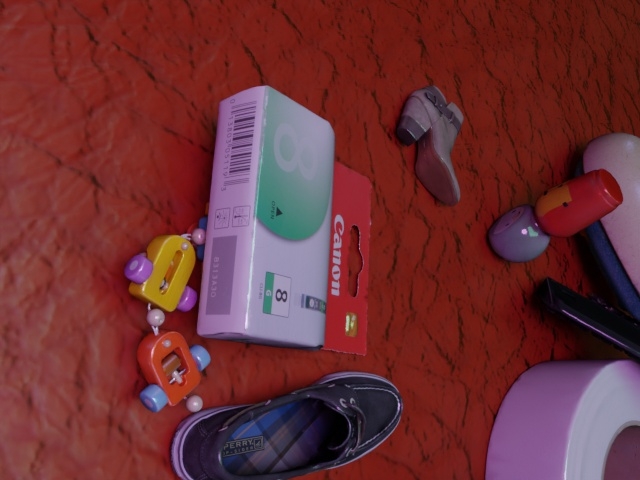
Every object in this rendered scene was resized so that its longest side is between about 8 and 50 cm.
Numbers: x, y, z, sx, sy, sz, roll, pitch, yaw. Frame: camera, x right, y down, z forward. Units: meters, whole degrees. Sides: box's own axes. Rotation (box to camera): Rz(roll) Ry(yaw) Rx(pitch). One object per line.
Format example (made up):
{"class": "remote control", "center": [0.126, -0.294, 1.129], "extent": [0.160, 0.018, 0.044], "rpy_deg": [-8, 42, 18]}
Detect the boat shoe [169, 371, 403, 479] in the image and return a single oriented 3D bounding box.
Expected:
{"class": "boat shoe", "center": [-0.005, 0.151, 0.565], "extent": [0.229, 0.076, 0.080], "rpy_deg": [3, 80, -38]}

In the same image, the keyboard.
{"class": "keyboard", "center": [0.395, 0.134, 0.806], "extent": [0.317, 0.033, 0.201], "rpy_deg": [31, 15, 9]}

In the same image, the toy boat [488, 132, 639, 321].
{"class": "toy boat", "center": [0.342, -0.014, 0.844], "extent": [0.318, 0.148, 0.267], "rpy_deg": [8, 59, -41]}

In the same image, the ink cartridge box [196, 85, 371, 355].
{"class": "ink cartridge box", "center": [0.000, 0.000, 0.577], "extent": [0.225, 0.056, 0.181], "rpy_deg": [18, 71, -51]}

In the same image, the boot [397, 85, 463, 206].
{"class": "boot", "center": [0.129, -0.107, 0.747], "extent": [0.118, 0.042, 0.087], "rpy_deg": [55, 51, -17]}

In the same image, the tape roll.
{"class": "tape roll", "center": [0.312, 0.274, 0.784], "extent": [0.286, 0.100, 0.286], "rpy_deg": [8, 76, -37]}

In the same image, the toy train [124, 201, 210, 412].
{"class": "toy train", "center": [-0.096, 0.043, 0.536], "extent": [0.166, 0.046, 0.125], "rpy_deg": [-47, 126, -40]}
